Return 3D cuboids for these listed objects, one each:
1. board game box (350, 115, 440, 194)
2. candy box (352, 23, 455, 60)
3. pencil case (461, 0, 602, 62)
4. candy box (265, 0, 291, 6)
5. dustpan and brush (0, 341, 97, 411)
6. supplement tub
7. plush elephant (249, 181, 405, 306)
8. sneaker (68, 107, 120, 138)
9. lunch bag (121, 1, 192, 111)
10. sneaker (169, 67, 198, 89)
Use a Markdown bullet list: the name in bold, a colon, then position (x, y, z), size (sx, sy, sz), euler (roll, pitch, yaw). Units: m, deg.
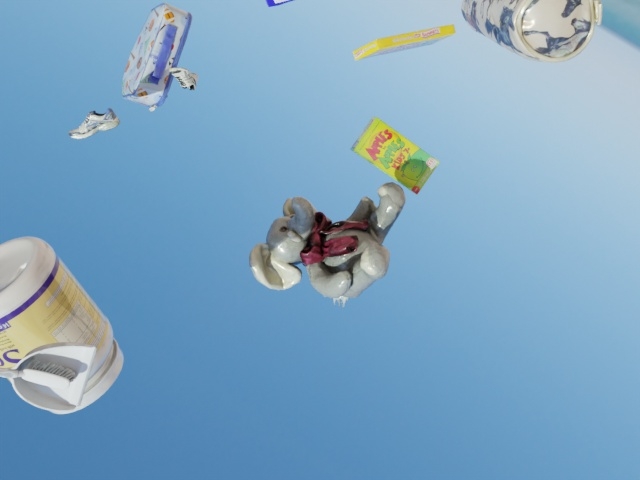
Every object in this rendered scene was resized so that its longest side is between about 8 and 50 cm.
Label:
- **board game box**: position (0.169, -0.192, 2.022), size (0.181, 0.092, 0.043), euler (33, -174, -15)
- **candy box**: position (0.182, -0.432, 1.948), size (0.206, 0.027, 0.105), euler (-17, -178, -26)
- **pencil case**: position (0.428, -0.475, 1.843), size (0.410, 0.184, 0.159), euler (-108, -4, -68)
- **candy box**: position (-0.099, -0.651, 1.679), size (0.268, 0.122, 0.317), euler (61, -161, -73)
- **dustpan and brush**: position (-0.526, 0.240, 1.616), size (0.211, 0.147, 0.060), euler (15, -159, -15)
- **supplement tub**: position (-0.589, 0.183, 1.884), size (0.331, 0.241, 0.241), euler (61, -178, -33)
- **plush elephant**: position (0.000, 0.000, 1.948), size (0.255, 0.330, 0.271), euler (26, -130, -7)
- **sneaker**: position (-0.589, -0.305, 2.307), size (0.052, 0.135, 0.058), euler (-116, 6, -65)
- **lunch bag**: position (-0.469, -0.522, 2.571), size (0.115, 0.303, 0.243), euler (18, 178, -26)
- **sneaker**: position (-0.281, -0.333, 1.848), size (0.032, 0.036, 0.083), euler (5, 176, 32)
